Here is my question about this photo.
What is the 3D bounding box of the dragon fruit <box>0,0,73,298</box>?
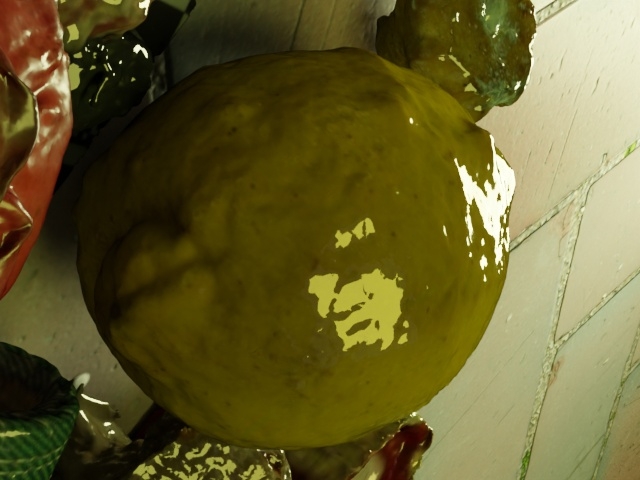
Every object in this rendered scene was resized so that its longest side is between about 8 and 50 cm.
[{"bbox_3d":[-0.227,-0.004,0.448,0.317,0.152,0.205,-43,169,4],"label":"dragon fruit"}]

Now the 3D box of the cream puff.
[{"bbox_3d":[0.105,-0.167,0.928,0.146,0.116,0.146,-3,95,-39],"label":"cream puff"}]

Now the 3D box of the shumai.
[{"bbox_3d":[-0.132,0.193,0.841,0.206,0.175,0.166,-49,128,4],"label":"shumai"}]

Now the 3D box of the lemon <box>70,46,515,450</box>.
[{"bbox_3d":[-0.004,0.003,0.765,0.316,0.285,0.285,16,106,-36],"label":"lemon"}]

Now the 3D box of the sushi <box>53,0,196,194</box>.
[{"bbox_3d":[-0.139,-0.166,0.605,0.339,0.069,0.320,-53,150,-6],"label":"sushi"}]

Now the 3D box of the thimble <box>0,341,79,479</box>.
[{"bbox_3d":[-0.225,0.118,0.703,0.135,0.118,0.090,8,111,-57],"label":"thimble"}]

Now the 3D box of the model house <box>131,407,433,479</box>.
[{"bbox_3d":[-0.035,0.187,0.971,0.254,0.196,0.160,-55,148,-4],"label":"model house"}]
